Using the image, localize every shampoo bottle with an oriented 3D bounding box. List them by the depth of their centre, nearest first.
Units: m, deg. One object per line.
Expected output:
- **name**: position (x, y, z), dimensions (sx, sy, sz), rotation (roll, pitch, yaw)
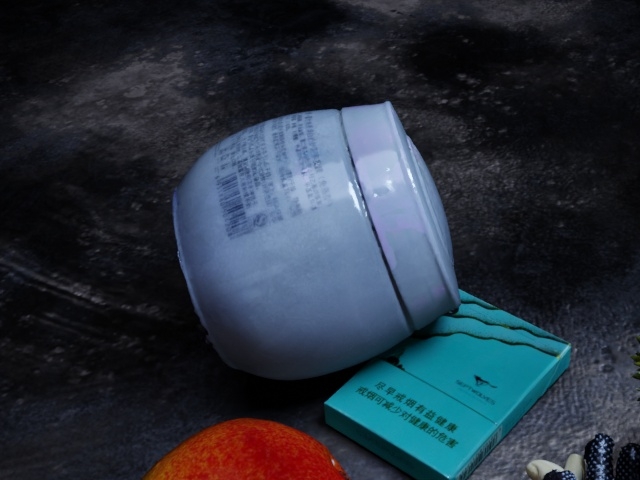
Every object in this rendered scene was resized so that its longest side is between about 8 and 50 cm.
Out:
- **shampoo bottle**: position (0.000, 0.000, 1.133), dimensions (0.266, 0.273, 0.273), rotation (-17, 39, 7)

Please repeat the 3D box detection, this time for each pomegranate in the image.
- **pomegranate**: position (-0.078, 0.271, 0.890), dimensions (0.256, 0.221, 0.221), rotation (-28, 45, -11)

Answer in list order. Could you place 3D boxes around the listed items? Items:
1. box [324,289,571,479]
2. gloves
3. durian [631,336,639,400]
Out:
- **box**: position (0.137, 0.151, 1.136), dimensions (0.161, 0.042, 0.226), rotation (27, 49, 31)
- **gloves**: position (0.259, 0.253, 0.981), dimensions (0.129, 0.106, 0.181), rotation (-5, 12, -2)
- **durian**: position (0.409, 0.151, 0.944), dimensions (0.291, 0.225, 0.291), rotation (7, 57, -10)
